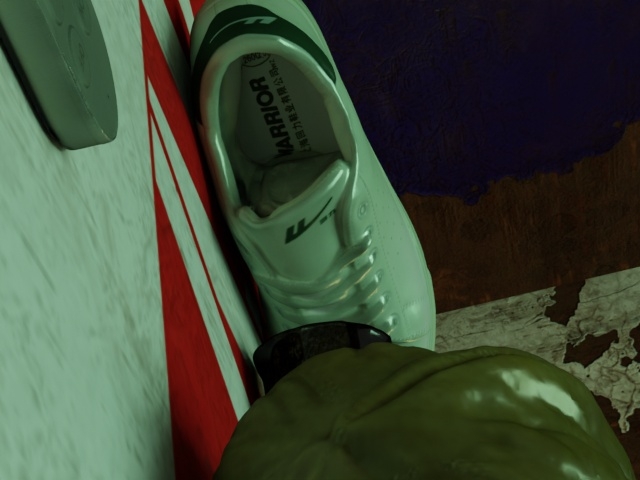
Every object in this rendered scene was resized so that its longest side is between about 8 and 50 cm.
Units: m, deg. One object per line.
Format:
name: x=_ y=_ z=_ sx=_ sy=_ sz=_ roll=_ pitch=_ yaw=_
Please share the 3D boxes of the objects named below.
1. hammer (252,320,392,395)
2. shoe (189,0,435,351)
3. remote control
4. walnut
hammer: x=0.041 y=0.245 z=0.945 sx=0.409 sy=0.095 sz=0.242 roll=74 pitch=3 yaw=-60
shoe: x=0.000 y=0.000 z=0.907 sx=0.160 sy=0.131 sz=0.363 roll=-93 pitch=165 yaw=-73
remote control: x=-0.115 y=-0.129 z=0.436 sx=0.245 sy=0.022 sz=0.077 roll=73 pitch=3 yaw=-45
walnut: x=0.048 y=0.151 z=0.556 sx=0.228 sy=0.228 sz=0.228 roll=-13 pitch=90 yaw=-86
